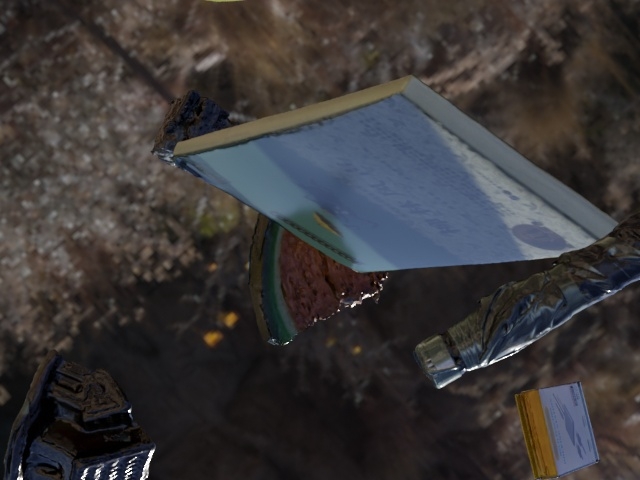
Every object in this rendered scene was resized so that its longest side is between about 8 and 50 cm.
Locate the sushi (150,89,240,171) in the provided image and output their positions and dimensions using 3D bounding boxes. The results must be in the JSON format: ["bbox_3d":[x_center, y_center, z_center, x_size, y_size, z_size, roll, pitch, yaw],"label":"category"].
[{"bbox_3d":[-0.156,-0.129,1.515,0.098,0.094,0.084,-13,-129,64],"label":"sushi"}]

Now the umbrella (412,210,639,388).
[{"bbox_3d":[0.146,0.035,0.790,0.188,0.046,0.050,-27,142,-5],"label":"umbrella"}]

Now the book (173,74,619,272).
[{"bbox_3d":[0.055,-0.045,1.118,0.379,0.264,0.031,-8,-125,56],"label":"book"}]

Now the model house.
[{"bbox_3d":[-0.262,0.221,1.373,0.106,0.152,0.165,-67,176,-54],"label":"model house"}]

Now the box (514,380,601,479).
[{"bbox_3d":[0.349,0.275,1.776,0.033,0.129,0.247,-16,170,26],"label":"box"}]

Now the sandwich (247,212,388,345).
[{"bbox_3d":[-0.010,-0.007,1.387,0.159,0.235,0.079,-5,-175,-19],"label":"sandwich"}]
